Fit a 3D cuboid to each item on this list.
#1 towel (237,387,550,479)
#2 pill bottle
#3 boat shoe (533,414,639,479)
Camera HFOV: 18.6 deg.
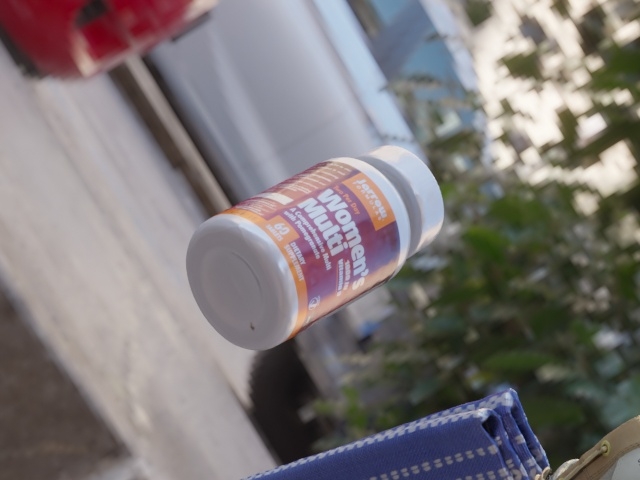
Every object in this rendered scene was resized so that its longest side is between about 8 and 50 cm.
[{"bbox_3d":[0.075,0.244,0.919,0.040,0.243,0.336,-33,97,-48],"label":"towel"},{"bbox_3d":[0.000,0.000,1.678,0.121,0.221,0.121,23,-53,36],"label":"pill bottle"},{"bbox_3d":[0.097,0.100,0.698,0.135,0.050,0.045,132,-44,-56],"label":"boat shoe"}]
